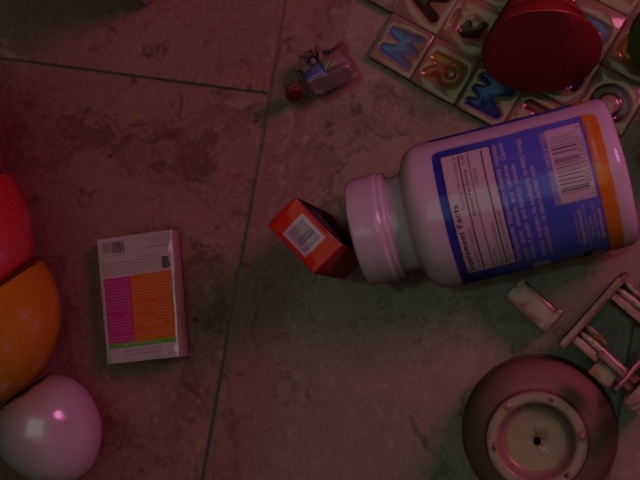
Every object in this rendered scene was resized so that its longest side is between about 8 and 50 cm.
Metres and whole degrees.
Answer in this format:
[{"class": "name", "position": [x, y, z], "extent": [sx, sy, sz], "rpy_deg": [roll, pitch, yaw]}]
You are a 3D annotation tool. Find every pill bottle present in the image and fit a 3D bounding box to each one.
[{"class": "pill bottle", "position": [0.169, -0.038, 1.099], "extent": [0.272, 0.152, 0.152], "rpy_deg": [-14, 83, 12]}]

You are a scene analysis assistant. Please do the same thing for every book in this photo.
[{"class": "book", "position": [-0.203, 0.065, 1.237], "extent": [0.096, 0.035, 0.144], "rpy_deg": [-7, 84, 15]}]

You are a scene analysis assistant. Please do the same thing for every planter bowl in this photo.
[{"class": "planter bowl", "position": [0.219, 0.196, 1.091], "extent": [0.162, 0.109, 0.162], "rpy_deg": [-1, 85, 12]}]

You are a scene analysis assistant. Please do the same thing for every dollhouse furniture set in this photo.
[{"class": "dollhouse furniture set", "position": [0.280, 0.077, 1.059], "extent": [0.182, 0.161, 0.101], "rpy_deg": [42, 95, 12]}]

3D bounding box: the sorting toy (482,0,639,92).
[{"class": "sorting toy", "position": [0.347, -0.245, 1.106], "extent": [0.365, 0.127, 0.126], "rpy_deg": [-4, 56, 10]}]

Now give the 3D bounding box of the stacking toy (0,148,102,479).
[{"class": "stacking toy", "position": [-0.406, 0.070, 1.177], "extent": [0.350, 0.350, 0.480], "rpy_deg": [-32, 95, 9]}]

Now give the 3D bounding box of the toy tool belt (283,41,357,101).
[{"class": "toy tool belt", "position": [-0.004, -0.189, 1.208], "extent": [0.083, 0.052, 0.051], "rpy_deg": [-23, 50, 7]}]

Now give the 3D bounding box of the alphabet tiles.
[{"class": "alphabet tiles", "position": [0.218, -0.268, 1.177], "extent": [0.342, 0.011, 0.285], "rpy_deg": [32, 93, 13]}]

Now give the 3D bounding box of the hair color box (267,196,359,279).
[{"class": "hair color box", "position": [0.000, 0.000, 1.139], "extent": [0.043, 0.141, 0.072], "rpy_deg": [-45, 78, 6]}]

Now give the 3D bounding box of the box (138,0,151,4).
[{"class": "box", "position": [-0.278, -0.409, 1.188], "extent": [0.262, 0.231, 0.127], "rpy_deg": [45, 96, 13]}]
